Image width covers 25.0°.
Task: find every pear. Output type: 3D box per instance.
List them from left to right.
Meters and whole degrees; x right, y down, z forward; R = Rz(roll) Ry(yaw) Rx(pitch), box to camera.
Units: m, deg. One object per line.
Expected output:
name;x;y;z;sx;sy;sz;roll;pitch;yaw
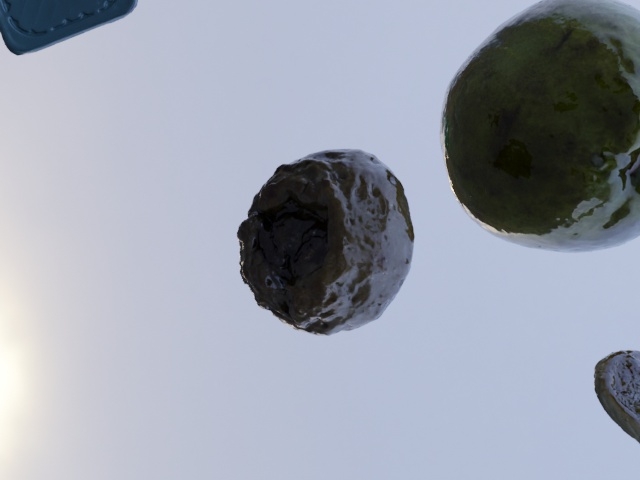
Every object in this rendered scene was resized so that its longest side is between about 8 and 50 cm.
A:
pear;0.333;-0.147;1.905;0.413;0.352;0.352;-130;-146;-66

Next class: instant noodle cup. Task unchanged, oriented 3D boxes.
instant noodle cup;-0.330;-0.319;1.816;0.070;0.179;0.157;99;-32;-79

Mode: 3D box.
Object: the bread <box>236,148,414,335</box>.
bread;0.000;0.000;1.696;0.230;0.123;0.230;-11;-109;32

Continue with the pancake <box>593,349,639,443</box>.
pancake;0.363;0.170;1.531;0.158;0.158;0.028;63;-37;43
